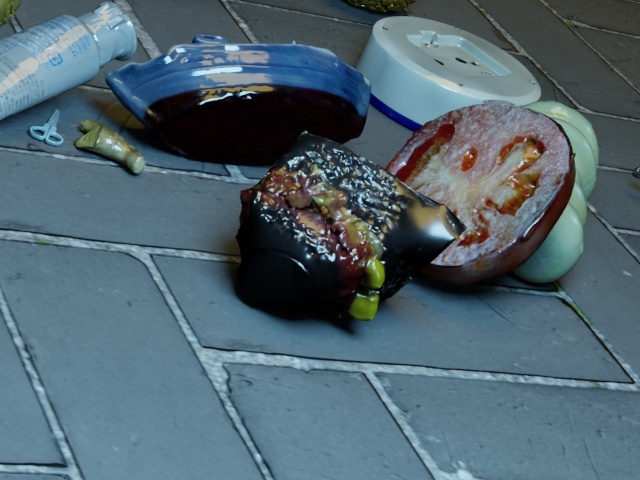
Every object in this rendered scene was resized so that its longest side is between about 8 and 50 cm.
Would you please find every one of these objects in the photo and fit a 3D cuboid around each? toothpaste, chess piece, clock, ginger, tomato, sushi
[{"bbox_3d":[-0.314,-0.161,1.800,0.114,0.073,0.299,36,46,28],"label":"toothpaste"},{"bbox_3d":[0.240,-0.043,1.993,0.133,0.133,0.243,21,31,-3],"label":"chess piece"},{"bbox_3d":[0.160,-0.200,2.277,0.230,0.083,0.230,18,23,-8],"label":"clock"},{"bbox_3d":[-0.217,-0.100,1.829,0.097,0.030,0.048,38,28,33],"label":"ginger"},{"bbox_3d":[0.166,-0.038,1.864,0.085,0.225,0.225,58,-1,-41],"label":"tomato"},{"bbox_3d":[0.000,0.000,1.685,0.172,0.153,0.150,46,46,0],"label":"sushi"}]

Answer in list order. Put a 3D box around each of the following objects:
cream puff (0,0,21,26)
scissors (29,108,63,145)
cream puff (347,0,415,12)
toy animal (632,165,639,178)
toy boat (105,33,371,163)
[{"bbox_3d":[-0.419,-0.261,1.867,0.183,0.183,0.169,28,51,11],"label":"cream puff"},{"bbox_3d":[-0.274,-0.118,1.846,0.036,0.006,0.083,21,25,-7],"label":"scissors"},{"bbox_3d":[0.075,-0.377,2.512,0.150,0.115,0.165,10,18,-40],"label":"cream puff"},{"bbox_3d":[0.475,-0.038,2.226,0.217,0.073,0.176,9,38,-39],"label":"toy animal"},{"bbox_3d":[-0.081,-0.163,1.939,0.309,0.129,0.142,-1,47,-25],"label":"toy boat"}]
